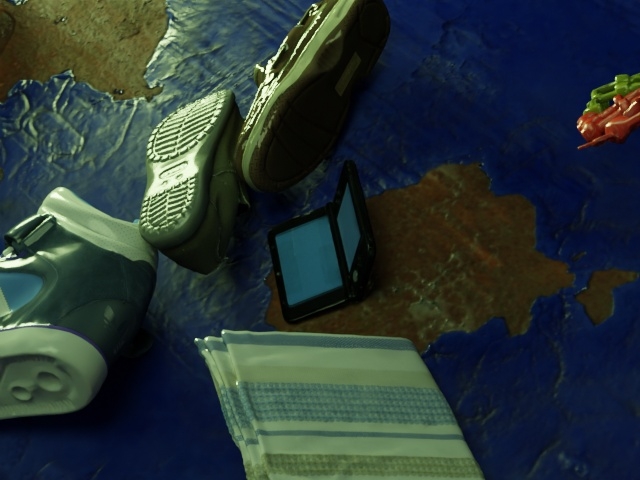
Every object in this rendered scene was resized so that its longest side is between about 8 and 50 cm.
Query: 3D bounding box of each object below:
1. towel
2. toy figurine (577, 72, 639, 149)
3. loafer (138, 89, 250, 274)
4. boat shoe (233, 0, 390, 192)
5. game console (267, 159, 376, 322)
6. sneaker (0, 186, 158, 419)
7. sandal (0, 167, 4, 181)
[{"bbox_3d":[0.024,0.169,1.619,0.209,0.034,0.285,2,33,-20],"label":"towel"},{"bbox_3d":[0.362,-0.069,1.707,0.191,0.217,0.362,-35,4,11],"label":"toy figurine"},{"bbox_3d":[-0.119,-0.055,1.916,0.094,0.087,0.251,-19,33,24],"label":"loafer"},{"bbox_3d":[-0.025,-0.147,1.949,0.095,0.095,0.257,6,48,38],"label":"boat shoe"},{"bbox_3d":[0.000,0.000,1.830,0.071,0.107,0.122,0,48,-15],"label":"game console"},{"bbox_3d":[-0.307,0.054,1.884,0.323,0.130,0.236,-3,43,26],"label":"sneaker"},{"bbox_3d":[-0.420,0.001,2.006,0.240,0.088,0.079,-19,80,15],"label":"sandal"}]
